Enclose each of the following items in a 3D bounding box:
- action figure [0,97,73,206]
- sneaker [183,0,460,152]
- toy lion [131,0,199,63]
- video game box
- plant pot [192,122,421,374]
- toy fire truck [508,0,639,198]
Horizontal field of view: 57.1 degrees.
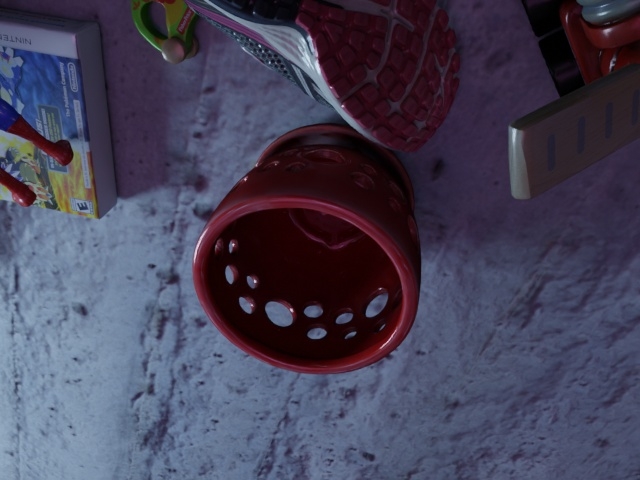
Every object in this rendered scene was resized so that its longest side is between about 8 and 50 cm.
[{"bbox_3d":[-0.363,-0.151,0.504,0.091,0.139,0.280,-50,136,-7],"label":"action figure"},{"bbox_3d":[-0.005,-0.183,0.474,0.299,0.112,0.121,35,87,-27],"label":"sneaker"},{"bbox_3d":[-0.138,-0.224,0.522,0.096,0.034,0.100,37,124,-3],"label":"toy lion"},{"bbox_3d":[-0.315,-0.133,0.611,0.187,0.048,0.205,12,124,8],"label":"video game box"},{"bbox_3d":[0.000,0.000,0.545,0.191,0.174,0.191,6,123,9],"label":"plant pot"},{"bbox_3d":[0.166,-0.154,0.363,0.158,0.246,0.217,-22,115,24],"label":"toy fire truck"}]
